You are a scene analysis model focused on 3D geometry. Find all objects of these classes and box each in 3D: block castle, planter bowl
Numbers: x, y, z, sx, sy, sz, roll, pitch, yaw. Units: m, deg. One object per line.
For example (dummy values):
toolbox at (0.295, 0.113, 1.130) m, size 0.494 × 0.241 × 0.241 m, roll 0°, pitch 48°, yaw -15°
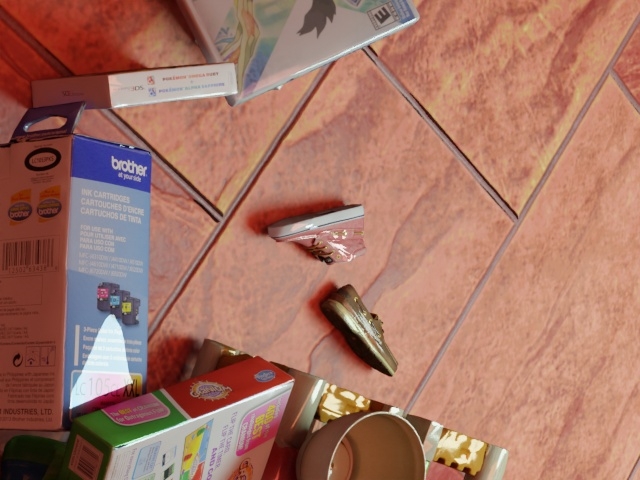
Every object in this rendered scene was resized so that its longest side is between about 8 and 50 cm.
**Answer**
block castle at (0.016, 0.317, 2.058) m, size 0.453 × 0.303 × 0.213 m, roll 25°, pitch 83°, yaw -37°
planter bowl at (0.037, 0.290, 1.814) m, size 0.162 × 0.109 × 0.162 m, roll -1°, pitch 92°, yaw -39°

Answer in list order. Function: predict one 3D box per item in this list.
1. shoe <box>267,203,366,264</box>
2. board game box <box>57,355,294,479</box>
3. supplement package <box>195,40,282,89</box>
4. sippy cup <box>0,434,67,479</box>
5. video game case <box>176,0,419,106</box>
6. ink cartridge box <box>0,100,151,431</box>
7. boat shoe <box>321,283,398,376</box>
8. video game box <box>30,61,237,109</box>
shoe at (0.000, 0.000, 2.149) m, size 0.178 × 0.063 × 0.081 m, roll -14°, pitch 100°, yaw -41°
board game box at (-0.180, 0.283, 1.686) m, size 0.316 × 0.064 × 0.242 m, roll -14°, pitch 128°, yaw -53°
supplement package at (-0.070, -0.311, 2.020) m, size 0.105 × 0.105 × 0.179 m, roll 46°, pitch 69°, yaw -32°
sippy cup at (-0.328, 0.393, 1.810) m, size 0.305 × 0.240 × 0.224 m, roll 46°, pitch 55°, yaw -43°
video game case at (-0.064, -0.385, 1.943) m, size 0.300 × 0.036 × 0.329 m, roll -27°, pitch 90°, yaw -19°
ink cartridge box at (-0.344, 0.026, 1.702) m, size 0.151 × 0.270 × 0.395 m, roll 9°, pitch 79°, yaw -56°
boat shoe at (0.073, 0.140, 2.229) m, size 0.060 × 0.064 × 0.178 m, roll -49°, pitch 121°, yaw -20°
video game box at (-0.240, -0.195, 1.839) m, size 0.187 × 0.205 × 0.048 m, roll -14°, pitch 101°, yaw -37°
